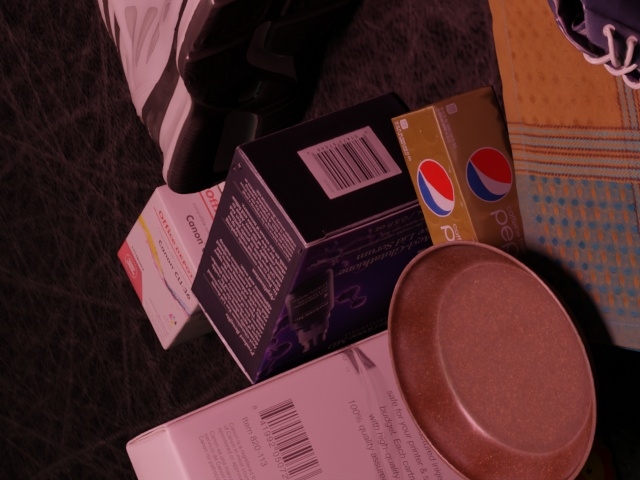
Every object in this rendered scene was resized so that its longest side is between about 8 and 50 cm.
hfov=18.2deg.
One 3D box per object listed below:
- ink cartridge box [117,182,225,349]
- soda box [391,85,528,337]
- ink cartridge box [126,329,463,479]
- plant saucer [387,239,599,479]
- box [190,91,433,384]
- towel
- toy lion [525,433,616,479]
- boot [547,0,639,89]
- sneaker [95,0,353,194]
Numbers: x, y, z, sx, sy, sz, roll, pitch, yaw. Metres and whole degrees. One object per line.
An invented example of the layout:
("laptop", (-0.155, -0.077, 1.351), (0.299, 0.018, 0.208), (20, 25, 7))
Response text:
("ink cartridge box", (-0.123, 0.011, 1.926), (0.115, 0.067, 0.198), (62, 151, 14))
("soda box", (0.118, -0.019, 1.489), (0.061, 0.058, 0.181), (-13, 98, 61))
("ink cartridge box", (0.023, 0.194, 1.565), (0.207, 0.283, 0.117), (67, 156, 3))
("plant saucer", (0.131, 0.090, 1.442), (0.199, 0.036, 0.198), (22, 121, 40))
("box", (0.000, 0.000, 1.612), (0.108, 0.153, 0.207), (55, 150, 24))
("towel", (0.208, -0.096, 1.303), (0.271, 0.040, 0.370), (13, 117, 56))
("toy lion", (0.184, 0.192, 1.478), (0.096, 0.100, 0.034), (53, 156, -9))
("boot", (0.192, -0.111, 1.191), (0.190, 0.086, 0.069), (66, 151, 10))
("sneaker", (-0.108, -0.244, 1.618), (0.257, 0.169, 0.447), (58, 153, 17))
